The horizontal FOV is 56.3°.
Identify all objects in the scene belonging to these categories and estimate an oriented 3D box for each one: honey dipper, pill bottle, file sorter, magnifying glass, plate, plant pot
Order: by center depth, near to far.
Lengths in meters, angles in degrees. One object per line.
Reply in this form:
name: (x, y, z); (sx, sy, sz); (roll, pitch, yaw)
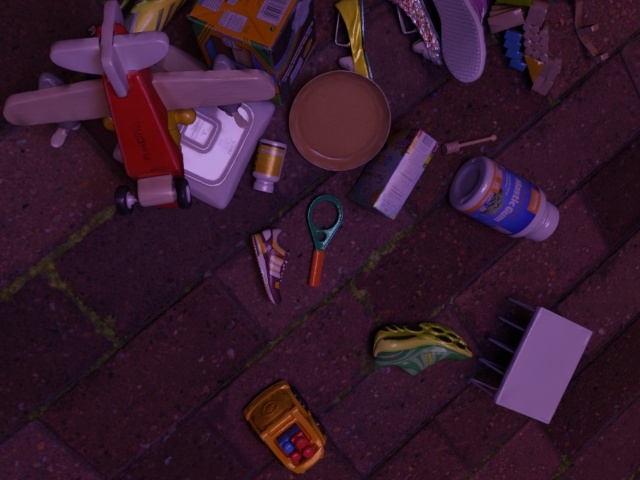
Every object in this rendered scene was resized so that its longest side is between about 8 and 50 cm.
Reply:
plate: (-0.270, -0.243, 1.320); (0.278, 0.045, 0.277); (26, 91, -22)
pill bottle: (-0.120, -0.171, 1.375); (0.065, 0.065, 0.116); (11, 97, -21)
plant pot: (0.045, -0.279, 1.394); (0.236, 0.032, 0.236); (-2, 118, -3)
magnifying glass: (0.000, 0.000, 1.477); (0.092, 0.026, 0.231); (6, 97, -20)
pill bottle: (0.483, -0.098, 1.555); (0.272, 0.152, 0.152); (24, 93, -21)
honey dipper: (0.390, -0.255, 1.557); (0.161, 0.030, 0.030); (-17, 106, -18)
file sorter: (0.568, 0.320, 1.659); (0.193, 0.173, 0.277); (24, 92, -21)

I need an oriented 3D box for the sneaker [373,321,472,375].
sneaker: (0.267, 0.291, 1.600); (0.295, 0.109, 0.123); (7, 120, -21)

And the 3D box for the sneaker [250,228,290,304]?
sneaker: (-0.105, 0.063, 1.427); (0.084, 0.069, 0.185); (-17, 107, -10)

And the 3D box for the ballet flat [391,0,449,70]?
ballet flat: (0.241, -0.504, 1.436); (0.077, 0.091, 0.241); (-26, 107, 19)

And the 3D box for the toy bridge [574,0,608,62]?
toy bridge: (0.707, -0.559, 1.584); (0.026, 0.063, 0.188); (-30, 108, -11)

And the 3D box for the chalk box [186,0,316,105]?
chalk box: (-0.126, -0.414, 1.228); (0.179, 0.289, 0.180); (25, 78, 6)

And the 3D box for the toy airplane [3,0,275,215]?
toy airplane: (-0.339, -0.266, 1.128); (0.386, 0.272, 0.384); (30, 123, -28)

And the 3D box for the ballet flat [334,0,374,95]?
ballet flat: (0.075, -0.445, 1.391); (0.077, 0.077, 0.231); (-8, 104, 4)

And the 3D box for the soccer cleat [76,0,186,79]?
soccer cleat: (-0.372, -0.434, 1.237); (0.289, 0.093, 0.121); (-44, 142, -11)

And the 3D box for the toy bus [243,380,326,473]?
toy bus: (-0.060, 0.484, 1.455); (0.149, 0.211, 0.220); (-37, 112, -10)

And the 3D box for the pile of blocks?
pile of blocks: (0.515, -0.550, 1.513); (0.112, 0.149, 0.362); (-58, 133, -47)

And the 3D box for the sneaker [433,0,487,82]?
sneaker: (0.359, -0.505, 1.415); (0.161, 0.102, 0.282); (-5, 83, -47)

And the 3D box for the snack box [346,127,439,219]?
snack box: (0.167, -0.163, 1.418); (0.070, 0.174, 0.207); (30, 90, -21)
